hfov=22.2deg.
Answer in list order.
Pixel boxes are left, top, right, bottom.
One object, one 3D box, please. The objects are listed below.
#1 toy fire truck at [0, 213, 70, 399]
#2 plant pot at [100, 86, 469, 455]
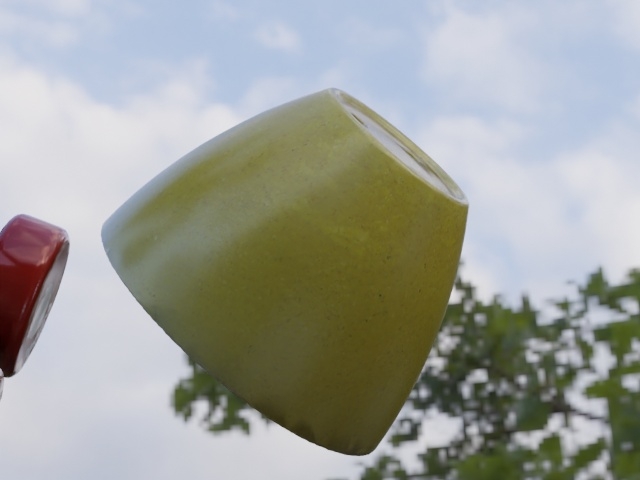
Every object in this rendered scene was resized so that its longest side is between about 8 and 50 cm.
[{"bbox_3d":[-0.283,0.108,1.010,0.169,0.302,0.254,20,-49,-2],"label":"toy fire truck"},{"bbox_3d":[0.000,0.000,0.613,0.095,0.134,0.134,-50,-41,11],"label":"plant pot"}]
